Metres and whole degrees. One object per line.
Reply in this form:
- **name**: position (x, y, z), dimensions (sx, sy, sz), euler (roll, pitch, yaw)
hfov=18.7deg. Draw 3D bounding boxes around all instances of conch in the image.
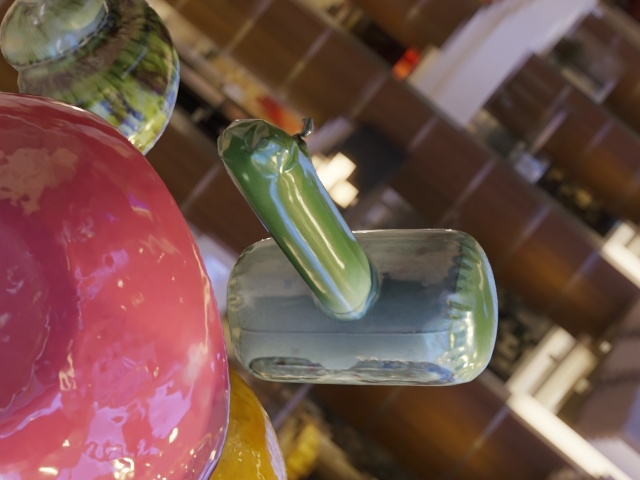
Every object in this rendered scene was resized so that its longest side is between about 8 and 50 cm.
- **conch**: position (-0.208, -0.157, 1.729), dimensions (0.124, 0.181, 0.187), euler (-37, -157, 37)

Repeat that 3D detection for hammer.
- **hammer**: position (0.000, 0.000, 1.375), dimensions (0.335, 0.206, 0.119), euler (58, 35, -57)

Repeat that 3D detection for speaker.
- **speaker**: position (-0.190, 0.064, 1.140), dimensions (0.294, 0.294, 0.294), euler (-50, 176, -5)

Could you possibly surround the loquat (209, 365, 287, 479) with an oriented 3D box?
- **loquat**: position (-0.145, 0.189, 1.373), dimensions (0.263, 0.263, 0.263), euler (-50, 176, -5)
